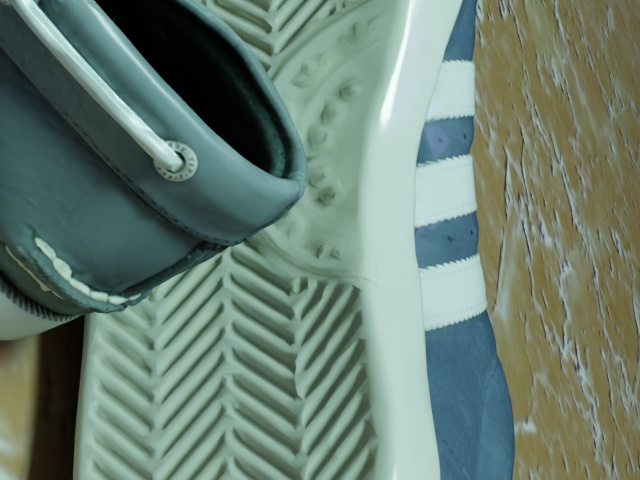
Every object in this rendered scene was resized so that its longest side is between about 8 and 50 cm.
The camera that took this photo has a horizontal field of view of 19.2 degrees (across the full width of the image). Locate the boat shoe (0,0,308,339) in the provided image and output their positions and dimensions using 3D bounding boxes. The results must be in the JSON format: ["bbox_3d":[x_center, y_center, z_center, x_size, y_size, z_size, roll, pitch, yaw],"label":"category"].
[{"bbox_3d":[-0.096,-0.132,0.470,0.319,0.099,0.116,69,25,-13],"label":"boat shoe"}]

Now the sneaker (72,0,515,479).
[{"bbox_3d":[0.000,0.000,0.614,0.148,0.131,0.350,60,31,-51],"label":"sneaker"}]
